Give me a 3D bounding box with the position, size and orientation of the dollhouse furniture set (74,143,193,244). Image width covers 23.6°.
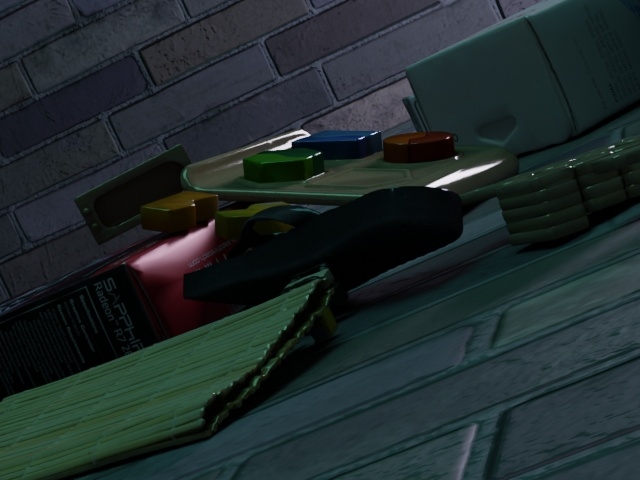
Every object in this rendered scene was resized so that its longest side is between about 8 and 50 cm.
[{"bbox_3d":[-0.128,-0.004,1.409,0.144,0.151,0.123,-28,5,-8],"label":"dollhouse furniture set"}]

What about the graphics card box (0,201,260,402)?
[{"bbox_3d":[-0.226,0.084,1.296,0.371,0.094,0.233,-23,5,28],"label":"graphics card box"}]

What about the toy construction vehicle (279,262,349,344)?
[{"bbox_3d":[-0.021,0.055,0.986,0.098,0.035,0.086,-25,15,28],"label":"toy construction vehicle"}]

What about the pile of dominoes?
[{"bbox_3d":[0.228,-0.052,0.971,0.251,0.040,0.196,-18,2,-20],"label":"pile of dominoes"}]

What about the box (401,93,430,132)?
[{"bbox_3d":[0.258,-0.208,2.012,0.290,0.087,0.169,-25,5,1],"label":"box"}]

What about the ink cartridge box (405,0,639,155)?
[{"bbox_3d":[0.277,-0.198,1.579,0.306,0.131,0.226,-26,5,-30],"label":"ink cartridge box"}]

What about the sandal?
[{"bbox_3d":[0.001,0.000,1.060,0.097,0.054,0.254,10,-22,-41],"label":"sandal"}]

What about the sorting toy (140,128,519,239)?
[{"bbox_3d":[0.003,-0.055,1.277,0.229,0.041,0.307,8,18,30],"label":"sorting toy"}]

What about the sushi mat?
[{"bbox_3d":[-0.139,0.105,0.955,0.316,0.019,0.151,-22,15,38],"label":"sushi mat"}]
